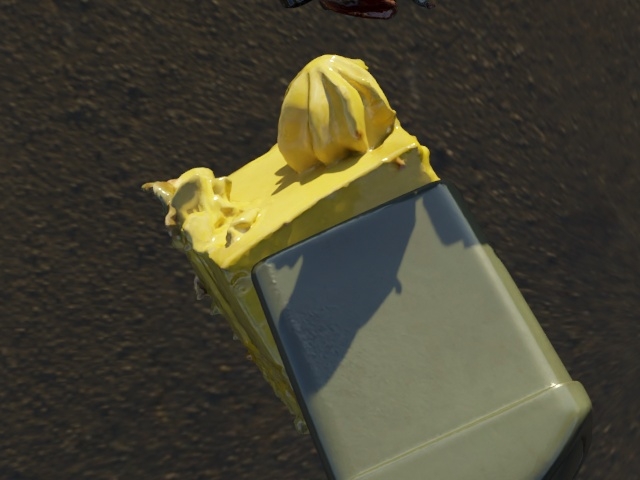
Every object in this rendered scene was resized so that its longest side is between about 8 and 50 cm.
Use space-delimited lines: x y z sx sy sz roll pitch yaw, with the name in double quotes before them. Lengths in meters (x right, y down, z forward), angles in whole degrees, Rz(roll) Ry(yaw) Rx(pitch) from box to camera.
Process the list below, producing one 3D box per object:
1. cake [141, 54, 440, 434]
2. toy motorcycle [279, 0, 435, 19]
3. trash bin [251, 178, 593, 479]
"cake" 0.000 0.000 1.232 0.227 0.222 0.286 -35 106 -9
"toy motorcycle" 0.068 -0.209 0.908 0.213 0.122 0.082 -30 114 0
"trash bin" 0.068 0.095 0.913 0.176 0.101 0.236 -26 62 -1
